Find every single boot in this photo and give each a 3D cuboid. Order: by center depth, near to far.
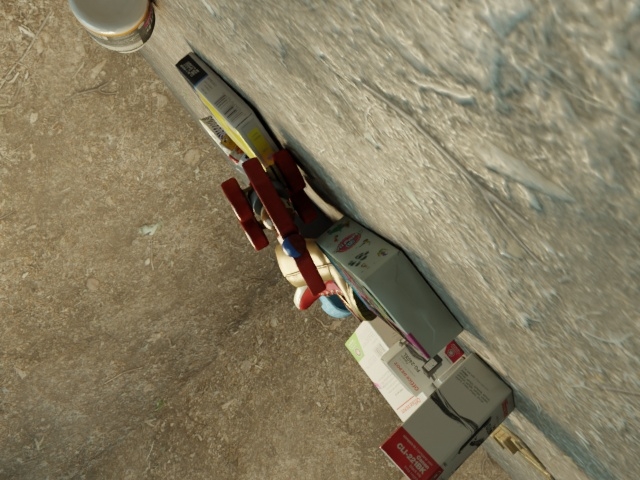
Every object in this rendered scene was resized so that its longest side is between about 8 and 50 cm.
[{"bbox_3d":[0.017,0.091,1.690,0.269,0.089,0.236,-13,96,53],"label":"boot"},{"bbox_3d":[0.039,0.153,1.989,0.176,0.244,0.088,46,-153,19],"label":"boot"}]

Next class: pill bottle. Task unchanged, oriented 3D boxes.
[{"bbox_3d":[-0.451,-0.508,1.502,0.162,0.162,0.278,49,176,-9],"label":"pill bottle"}]

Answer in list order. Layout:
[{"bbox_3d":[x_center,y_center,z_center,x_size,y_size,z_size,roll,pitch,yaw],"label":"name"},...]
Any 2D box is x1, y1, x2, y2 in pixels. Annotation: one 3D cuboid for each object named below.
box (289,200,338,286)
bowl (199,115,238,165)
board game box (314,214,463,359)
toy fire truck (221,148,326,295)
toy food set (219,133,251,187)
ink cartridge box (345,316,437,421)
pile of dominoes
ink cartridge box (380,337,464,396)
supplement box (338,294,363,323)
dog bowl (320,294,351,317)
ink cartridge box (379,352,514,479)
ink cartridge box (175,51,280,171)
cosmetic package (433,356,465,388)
[{"bbox_3d":[0.000,0.000,1.865,0.261,0.103,0.184,47,173,22],"label":"box"},{"bbox_3d":[-0.252,-0.296,1.892,0.170,0.080,0.170,49,176,4],"label":"bowl"},{"bbox_3d":[0.128,0.086,1.377,0.224,0.097,0.303,51,176,-21],"label":"board game box"},{"bbox_3d":[-0.080,-0.036,1.504,0.254,0.169,0.302,57,174,33],"label":"toy fire truck"},{"bbox_3d":[-0.177,-0.175,1.792,0.232,0.105,0.111,35,-172,-4],"label":"toy food set"},{"bbox_3d":[0.243,0.366,1.896,0.354,0.119,0.207,52,150,15],"label":"ink cartridge box"},{"bbox_3d":[0.566,0.610,1.949,0.196,0.040,0.251,49,176,-7],"label":"pile of dominoes"},{"bbox_3d":[0.227,0.260,1.526,0.109,0.150,0.063,49,176,-9],"label":"ink cartridge box"},{"bbox_3d":[0.125,0.176,2.105,0.081,0.104,0.188,46,175,25],"label":"supplement box"},{"bbox_3d":[0.036,0.122,2.231,0.297,0.166,0.074,50,164,-9],"label":"dog bowl"},{"bbox_3d":[0.273,0.388,1.422,0.114,0.273,0.197,42,173,29],"label":"ink cartridge box"},{"bbox_3d":[-0.190,-0.268,1.630,0.303,0.072,0.307,45,173,36],"label":"ink cartridge box"},{"bbox_3d":[0.339,0.352,1.668,0.117,0.085,0.231,47,177,10],"label":"cosmetic package"}]
